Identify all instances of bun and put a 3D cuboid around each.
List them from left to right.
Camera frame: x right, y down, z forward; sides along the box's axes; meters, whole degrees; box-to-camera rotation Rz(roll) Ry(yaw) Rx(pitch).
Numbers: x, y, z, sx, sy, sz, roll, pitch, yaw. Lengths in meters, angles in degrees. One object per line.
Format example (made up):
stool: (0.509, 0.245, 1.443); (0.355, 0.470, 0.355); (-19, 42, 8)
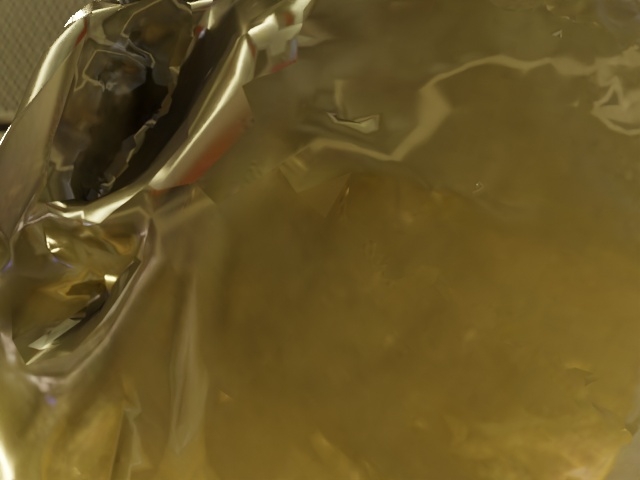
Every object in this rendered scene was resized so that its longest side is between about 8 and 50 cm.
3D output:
bun: (-0.001, 0.005, 0.469); (0.168, 0.273, 0.273); (33, -125, -33)
